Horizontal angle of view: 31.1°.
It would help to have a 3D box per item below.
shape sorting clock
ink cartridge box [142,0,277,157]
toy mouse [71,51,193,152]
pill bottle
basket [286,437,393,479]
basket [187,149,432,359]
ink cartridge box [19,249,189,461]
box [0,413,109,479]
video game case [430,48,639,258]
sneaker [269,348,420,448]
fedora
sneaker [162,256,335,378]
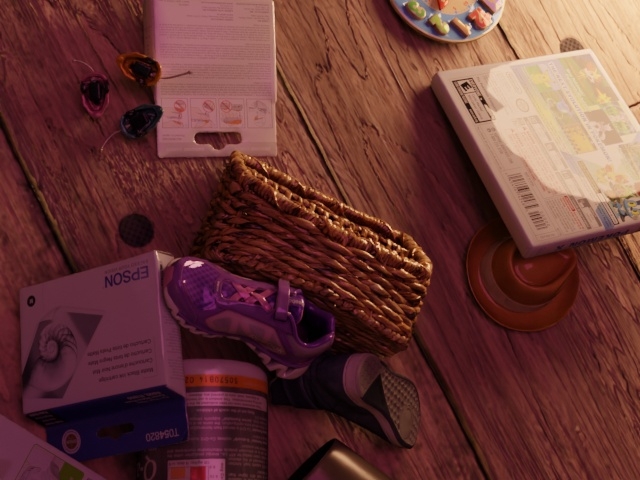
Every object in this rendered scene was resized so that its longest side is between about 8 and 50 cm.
[{"bbox_3d":[0.196,-0.403,1.802,0.206,0.040,0.206,6,71,-20],"label":"shape sorting clock"},{"bbox_3d":[-0.153,-0.228,1.620,0.181,0.056,0.224,-2,93,-22],"label":"ink cartridge box"},{"bbox_3d":[-0.269,-0.185,1.551,0.161,0.031,0.143,19,92,-3],"label":"toy mouse"},{"bbox_3d":[-0.142,0.291,1.388,0.162,0.162,0.278,6,71,-19],"label":"pill bottle"},{"bbox_3d":[0.053,0.375,1.449,0.227,0.154,0.204,44,66,1],"label":"basket"},{"bbox_3d":[0.000,0.000,1.505,0.299,0.213,0.223,27,67,-12],"label":"basket"},{"bbox_3d":[-0.263,0.144,1.370,0.045,0.223,0.224,17,61,-59],"label":"ink cartridge box"},{"bbox_3d":[-0.399,0.326,1.261,0.231,0.127,0.262,38,63,-27],"label":"box"},{"bbox_3d":[0.362,-0.142,1.740,0.300,0.036,0.329,-12,61,-24],"label":"video game case"},{"bbox_3d":[0.030,0.206,1.528,0.226,0.163,0.086,50,48,-47],"label":"sneaker"},{"bbox_3d":[0.311,0.040,1.687,0.194,0.079,0.194,6,71,-20],"label":"fedora"},{"bbox_3d":[-0.075,0.079,1.359,0.236,0.104,0.095,31,53,-29],"label":"sneaker"}]
